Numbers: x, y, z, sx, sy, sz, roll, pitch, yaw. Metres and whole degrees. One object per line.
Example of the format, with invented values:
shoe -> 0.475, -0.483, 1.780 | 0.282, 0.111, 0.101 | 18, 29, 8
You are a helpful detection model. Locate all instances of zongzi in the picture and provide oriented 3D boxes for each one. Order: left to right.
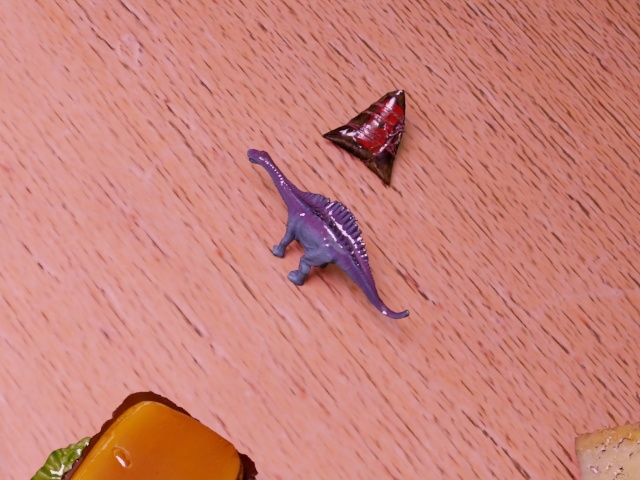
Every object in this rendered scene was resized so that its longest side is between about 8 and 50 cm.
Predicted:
zongzi -> 0.054, -0.088, 1.163 | 0.083, 0.067, 0.073 | -34, 86, -16

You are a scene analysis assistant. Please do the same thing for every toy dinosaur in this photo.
toy dinosaur -> 0.000, 0.000, 1.054 | 0.045, 0.080, 0.197 | -33, 74, -38

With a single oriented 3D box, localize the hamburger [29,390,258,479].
hamburger -> -0.131, 0.187, 0.872 | 0.137, 0.087, 0.166 | 36, 51, 4

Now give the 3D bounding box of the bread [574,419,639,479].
bread -> 0.371, 0.278, 1.028 | 0.315, 0.279, 0.248 | 51, 40, -40
